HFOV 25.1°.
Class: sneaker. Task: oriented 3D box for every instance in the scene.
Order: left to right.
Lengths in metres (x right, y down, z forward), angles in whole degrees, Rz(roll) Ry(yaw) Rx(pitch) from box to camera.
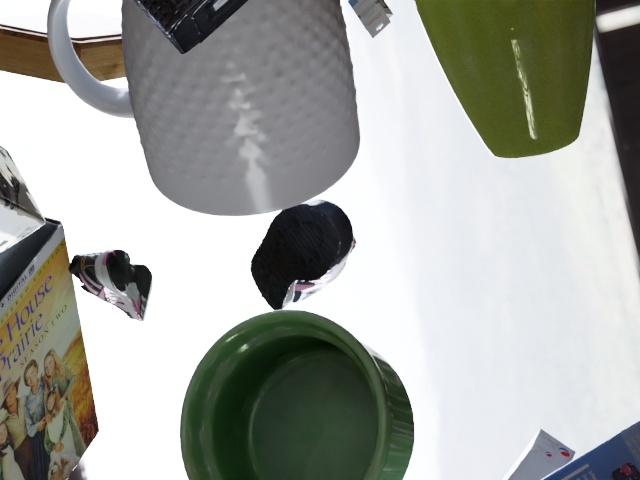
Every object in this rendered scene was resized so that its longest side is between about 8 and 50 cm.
[{"bbox_3d":[-0.282,0.052,1.932,0.178,0.077,0.072,66,-146,-60],"label":"sneaker"},{"bbox_3d":[0.000,0.000,1.971,0.112,0.131,0.319,60,157,5],"label":"sneaker"}]

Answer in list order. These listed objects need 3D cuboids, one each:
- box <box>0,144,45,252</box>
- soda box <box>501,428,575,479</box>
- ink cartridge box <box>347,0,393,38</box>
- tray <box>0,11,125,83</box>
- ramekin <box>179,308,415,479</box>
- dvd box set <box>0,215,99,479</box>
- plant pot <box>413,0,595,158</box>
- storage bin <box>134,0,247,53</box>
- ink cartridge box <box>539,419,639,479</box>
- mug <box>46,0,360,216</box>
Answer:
[{"bbox_3d":[-0.396,-0.063,1.508,0.113,0.094,0.275,59,-177,13],"label":"box"},{"bbox_3d":[0.315,0.405,2.284,0.216,0.069,0.074,-61,-8,30],"label":"soda box"},{"bbox_3d":[0.089,-0.389,2.444,0.028,0.048,0.083,-8,-117,-57],"label":"ink cartridge box"},{"bbox_3d":[-0.397,-0.323,2.367,0.411,0.203,0.076,-34,-46,-70],"label":"tray"},{"bbox_3d":[-0.022,0.252,1.913,0.148,0.303,0.303,25,-131,-61],"label":"ramekin"},{"bbox_3d":[-0.408,0.214,1.883,0.307,0.062,0.420,-58,-23,-43],"label":"dvd box set"},{"bbox_3d":[0.286,-0.278,2.085,0.275,0.275,0.293,-91,-13,-71],"label":"plant pot"},{"bbox_3d":[-0.107,-0.239,1.242,0.084,0.122,0.180,48,180,-2],"label":"storage bin"},{"bbox_3d":[0.484,0.359,2.045,0.151,0.395,0.270,56,175,29],"label":"ink cartridge box"},{"bbox_3d":[-0.151,-0.241,1.738,0.276,0.374,0.328,-73,-20,-49],"label":"mug"}]
